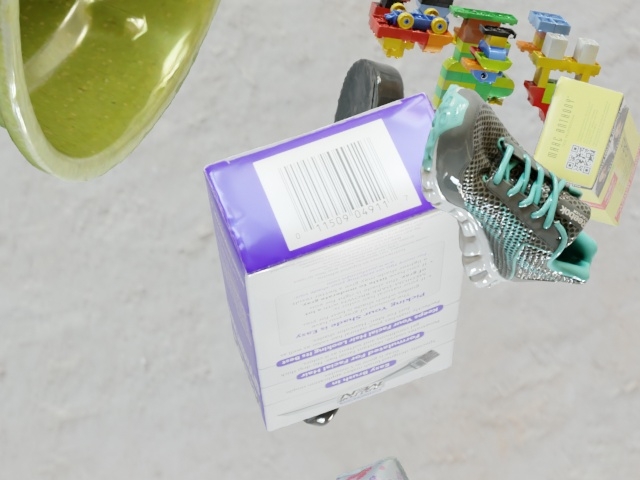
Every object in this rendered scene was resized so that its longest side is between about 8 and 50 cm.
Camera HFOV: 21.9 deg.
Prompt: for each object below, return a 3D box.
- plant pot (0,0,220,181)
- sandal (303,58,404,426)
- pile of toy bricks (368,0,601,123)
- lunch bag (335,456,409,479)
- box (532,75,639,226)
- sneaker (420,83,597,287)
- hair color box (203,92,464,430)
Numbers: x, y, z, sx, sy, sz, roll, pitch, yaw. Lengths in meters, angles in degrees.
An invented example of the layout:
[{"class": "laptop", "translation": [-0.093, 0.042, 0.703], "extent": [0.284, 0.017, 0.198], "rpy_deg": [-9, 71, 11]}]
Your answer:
[{"class": "plant pot", "translation": [-0.179, -0.190, 0.690], "extent": [0.253, 0.276, 0.276], "rpy_deg": [16, 112, 11]}, {"class": "sandal", "translation": [-0.001, -0.002, 2.000], "extent": [0.107, 0.167, 0.446], "rpy_deg": [9, 91, -21]}, {"class": "pile of toy bricks", "translation": [0.133, -0.157, 1.495], "extent": [0.212, 0.118, 0.105], "rpy_deg": [7, 115, -17]}, {"class": "lunch bag", "translation": [0.032, 0.174, 0.915], "extent": [0.053, 0.071, 0.083], "rpy_deg": [-26, 100, 25]}, {"class": "box", "translation": [0.233, -0.072, 1.429], "extent": [0.058, 0.232, 0.087], "rpy_deg": [18, 87, 16]}, {"class": "sneaker", "translation": [0.105, -0.026, 0.876], "extent": [0.166, 0.076, 0.065], "rpy_deg": [53, 52, -55]}, {"class": "hair color box", "translation": [0.016, 0.029, 1.370], "extent": [0.185, 0.110, 0.339], "rpy_deg": [-19, 153, -8]}]
